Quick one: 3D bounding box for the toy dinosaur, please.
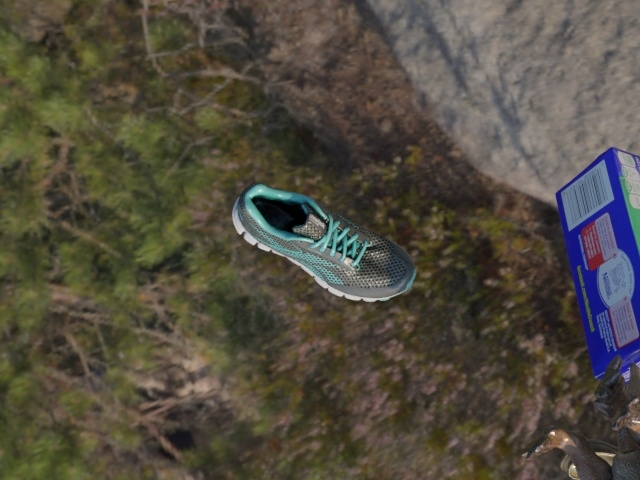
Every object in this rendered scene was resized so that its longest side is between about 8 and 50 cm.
[{"bbox_3d":[0.261,0.199,0.745,0.200,0.296,0.127,34,104,-3],"label":"toy dinosaur"}]

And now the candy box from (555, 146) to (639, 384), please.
[{"bbox_3d":[0.468,0.057,1.305,0.122,0.317,0.268,-42,42,45],"label":"candy box"}]

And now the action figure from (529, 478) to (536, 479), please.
[{"bbox_3d":[0.349,0.283,1.222,0.280,0.091,0.139,172,107,-69],"label":"action figure"}]

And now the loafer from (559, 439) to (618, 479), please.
[{"bbox_3d":[0.396,0.309,1.425,0.050,0.148,0.056,-121,43,-61],"label":"loafer"}]

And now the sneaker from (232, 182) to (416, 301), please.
[{"bbox_3d":[0.000,0.000,0.863,0.166,0.076,0.065,22,79,6],"label":"sneaker"}]
